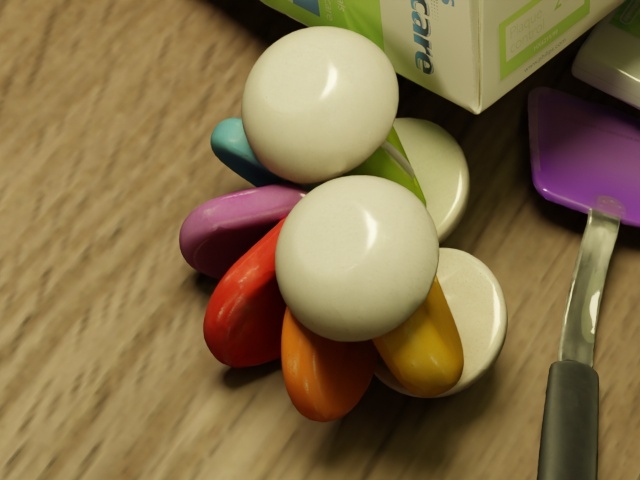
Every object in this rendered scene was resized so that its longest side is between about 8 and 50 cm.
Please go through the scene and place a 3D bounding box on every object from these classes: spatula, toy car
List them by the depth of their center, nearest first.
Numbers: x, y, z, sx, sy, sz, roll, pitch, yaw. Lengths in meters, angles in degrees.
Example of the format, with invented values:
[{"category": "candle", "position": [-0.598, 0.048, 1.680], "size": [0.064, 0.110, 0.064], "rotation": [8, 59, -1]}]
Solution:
[{"category": "toy car", "position": [0.000, 0.000, 0.912], "size": [0.136, 0.159, 0.182], "rotation": [-21, 63, 16]}, {"category": "spatula", "position": [0.134, 0.041, 0.971], "size": [0.084, 0.030, 0.296], "rotation": [15, 58, -8]}]

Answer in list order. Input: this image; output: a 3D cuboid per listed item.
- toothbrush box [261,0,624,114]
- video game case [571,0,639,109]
[{"category": "toothbrush box", "position": [0.039, -0.213, 0.982], "size": [0.283, 0.122, 0.206], "rotation": [29, 54, 34]}, {"category": "video game case", "position": [0.269, -0.117, 1.076], "size": [0.193, 0.023, 0.212], "rotation": [29, 51, 11]}]
